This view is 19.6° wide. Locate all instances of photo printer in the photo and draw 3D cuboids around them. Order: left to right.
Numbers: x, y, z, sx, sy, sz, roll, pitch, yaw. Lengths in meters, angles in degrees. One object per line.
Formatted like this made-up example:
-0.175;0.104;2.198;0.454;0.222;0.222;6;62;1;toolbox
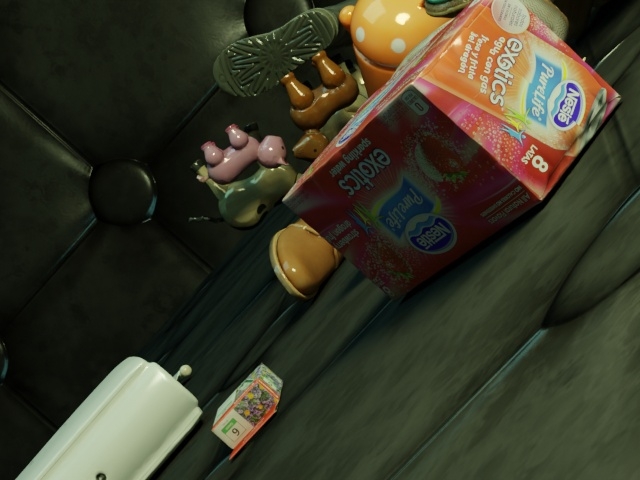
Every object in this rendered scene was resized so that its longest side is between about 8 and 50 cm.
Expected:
-0.272;0.271;2.058;0.307;0.107;0.256;-49;5;-9;photo printer

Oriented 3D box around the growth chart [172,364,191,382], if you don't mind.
-0.256;0.263;2.491;0.237;0.021;0.172;-51;5;-39;growth chart

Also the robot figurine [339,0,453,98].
0.103;-0.215;2.123;0.128;0.219;0.158;-19;51;0;robot figurine

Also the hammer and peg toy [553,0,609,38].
0.214;-0.308;1.620;0.361;0.266;0.127;147;142;-69;hammer and peg toy

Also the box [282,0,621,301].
0.092;-0.067;1.398;0.122;0.128;0.257;-51;6;-29;box

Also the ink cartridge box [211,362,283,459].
-0.066;0.152;1.652;0.063;0.029;0.115;-47;5;8;ink cartridge box

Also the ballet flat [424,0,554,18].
0.261;-0.325;1.984;0.342;0.124;0.116;-46;35;-11;ballet flat

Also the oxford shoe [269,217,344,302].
0.000;0.000;2.032;0.076;0.076;0.212;-34;11;25;oxford shoe

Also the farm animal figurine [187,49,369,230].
0.020;-0.127;2.344;0.327;0.172;0.330;-34;-2;-31;farm animal figurine

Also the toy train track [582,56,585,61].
0.206;-0.123;1.527;0.048;0.014;0.083;-57;1;-11;toy train track

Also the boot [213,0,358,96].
-0.020;-0.251;2.319;0.189;0.076;0.208;-20;11;22;boot

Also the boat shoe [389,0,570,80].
0.112;-0.120;1.714;0.324;0.123;0.116;-43;5;35;boat shoe
